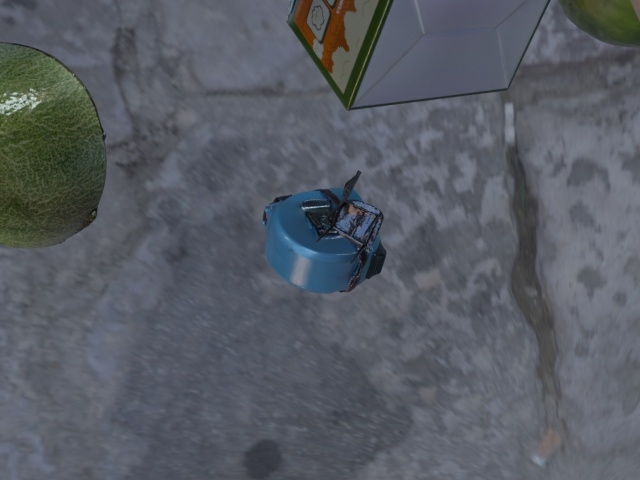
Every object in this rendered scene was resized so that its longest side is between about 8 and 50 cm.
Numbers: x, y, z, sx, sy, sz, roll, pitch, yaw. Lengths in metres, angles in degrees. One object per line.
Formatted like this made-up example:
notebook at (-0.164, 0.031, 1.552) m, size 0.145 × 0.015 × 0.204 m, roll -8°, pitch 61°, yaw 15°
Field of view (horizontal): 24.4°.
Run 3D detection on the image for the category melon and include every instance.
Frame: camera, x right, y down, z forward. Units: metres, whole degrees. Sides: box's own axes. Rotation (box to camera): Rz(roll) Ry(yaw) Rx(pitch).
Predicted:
melon at (-0.219, -0.066, 1.078) m, size 0.079 × 0.128 × 0.160 m, roll -10°, pitch 101°, yaw 35°

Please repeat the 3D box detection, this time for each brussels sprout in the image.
brussels sprout at (0.322, -0.274, 1.543) m, size 0.181 × 0.161 × 0.144 m, roll 36°, pitch 103°, yaw -3°

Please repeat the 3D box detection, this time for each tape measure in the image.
tape measure at (0.000, 0.000, 1.681) m, size 0.125 × 0.081 × 0.146 m, roll -6°, pitch 43°, yaw -25°

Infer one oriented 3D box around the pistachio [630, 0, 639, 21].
pistachio at (0.228, -0.146, 0.666) m, size 0.187 × 0.299 × 0.187 m, roll 7°, pitch 106°, yaw 27°

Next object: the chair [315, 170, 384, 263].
chair at (0.028, -0.018, 1.158) m, size 0.042 × 0.086 × 0.037 m, roll 26°, pitch 121°, yaw 2°

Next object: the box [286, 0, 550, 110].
box at (0.097, -0.242, 1.396) m, size 0.195 × 0.177 × 0.148 m, roll -10°, pitch 50°, yaw -29°
